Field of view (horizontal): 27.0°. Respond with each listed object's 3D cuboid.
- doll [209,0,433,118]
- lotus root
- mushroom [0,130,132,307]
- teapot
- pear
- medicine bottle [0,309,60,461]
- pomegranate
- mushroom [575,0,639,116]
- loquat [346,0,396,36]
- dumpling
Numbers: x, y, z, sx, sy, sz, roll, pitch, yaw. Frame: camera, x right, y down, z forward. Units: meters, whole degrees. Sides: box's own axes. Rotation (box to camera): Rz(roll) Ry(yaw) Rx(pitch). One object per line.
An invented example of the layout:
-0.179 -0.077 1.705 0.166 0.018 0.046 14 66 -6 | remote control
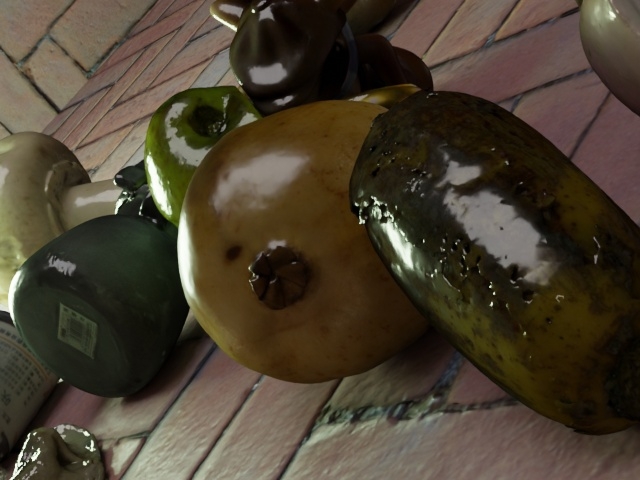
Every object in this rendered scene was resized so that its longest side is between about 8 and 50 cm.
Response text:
0.000 -0.195 1.702 0.318 0.340 0.209 4 76 16 | doll
0.148 0.000 1.065 0.179 0.196 0.397 -37 40 -4 | lotus root
-0.415 -0.033 2.212 0.336 0.314 0.314 -6 32 16 | mushroom
-0.260 0.012 1.762 0.223 0.305 0.285 5 37 31 | teapot
-0.101 -0.046 1.578 0.176 0.282 0.286 -35 19 -3 | pear
-0.499 0.242 1.895 0.165 0.165 0.273 -23 27 43 | medicine bottle
-0.003 -0.006 1.328 0.307 0.307 0.307 -36 21 16 | pomegranate
0.355 -0.148 1.194 0.236 0.173 0.162 -10 -31 -15 | mushroom
0.037 -0.424 2.252 0.227 0.179 0.179 -43 18 22 | loquat
-0.338 0.309 1.582 0.166 0.086 0.332 -33 26 31 | dumpling
